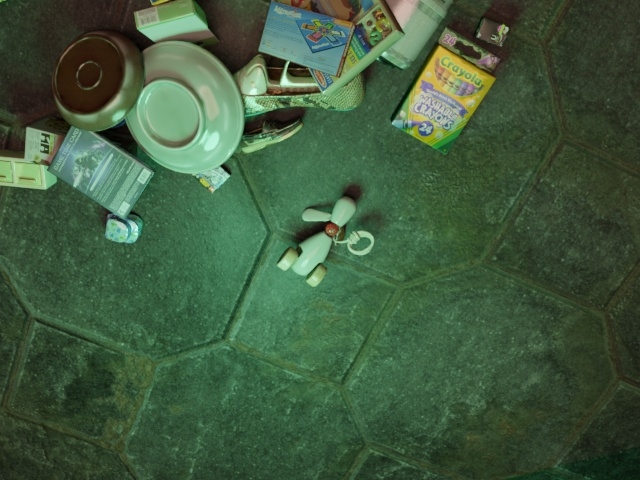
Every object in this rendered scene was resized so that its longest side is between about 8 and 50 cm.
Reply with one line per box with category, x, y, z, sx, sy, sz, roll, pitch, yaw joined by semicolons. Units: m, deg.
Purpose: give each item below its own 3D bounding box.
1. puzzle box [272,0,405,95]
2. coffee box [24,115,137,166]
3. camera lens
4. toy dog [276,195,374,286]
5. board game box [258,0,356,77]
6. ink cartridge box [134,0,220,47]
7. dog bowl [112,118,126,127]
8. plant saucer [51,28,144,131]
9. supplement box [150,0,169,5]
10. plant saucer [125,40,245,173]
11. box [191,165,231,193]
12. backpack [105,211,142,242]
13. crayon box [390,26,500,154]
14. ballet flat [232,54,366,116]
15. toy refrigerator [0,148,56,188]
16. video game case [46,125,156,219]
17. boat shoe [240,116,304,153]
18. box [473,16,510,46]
puzzle box;0.022;-0.643;1.650;0.272;0.052;0.408;-35;76;30
coffee box;-0.756;-0.292;1.919;0.297;0.168;0.118;14;113;-3
camera lens;0.226;-0.641;1.688;0.219;0.219;0.274;32;111;-11
toy dog;0.000;0.000;2.043;0.334;0.161;0.220;-34;106;0
board game box;-0.043;-0.556;1.651;0.281;0.027;0.145;27;109;28
ink cartridge box;-0.408;-0.616;1.744;0.171;0.235;0.056;-12;89;8
dog bowl;-0.650;-0.502;1.873;0.166;0.074;0.297;16;113;-4
plant saucer;-0.661;-0.474;1.745;0.311;0.050;0.310;-2;83;16
supplement box;-0.317;-0.806;1.656;0.357;0.194;0.195;-17;112;10
plant saucer;-0.427;-0.379;1.781;0.401;0.100;0.400;6;116;13
box;-0.379;-0.234;2.001;0.094;0.027;0.137;-42;105;17
backpack;-0.680;-0.042;2.070;0.115;0.084;0.105;15;116;-6
crayon box;0.383;-0.454;1.837;0.203;0.083;0.322;27;112;-9
ballet flat;-0.105;-0.477;1.799;0.483;0.163;0.182;-1;149;1
toy refrigerator;-1.033;-0.240;1.995;0.270;0.094;0.102;6;113;0
video game case;-0.673;-0.215;1.844;0.274;0.026;0.196;35;110;-11
boat shoe;-0.163;-0.347;1.913;0.224;0.080;0.073;-21;116;16
box;0.505;-0.617;1.775;0.083;0.052;0.062;20;112;-5
